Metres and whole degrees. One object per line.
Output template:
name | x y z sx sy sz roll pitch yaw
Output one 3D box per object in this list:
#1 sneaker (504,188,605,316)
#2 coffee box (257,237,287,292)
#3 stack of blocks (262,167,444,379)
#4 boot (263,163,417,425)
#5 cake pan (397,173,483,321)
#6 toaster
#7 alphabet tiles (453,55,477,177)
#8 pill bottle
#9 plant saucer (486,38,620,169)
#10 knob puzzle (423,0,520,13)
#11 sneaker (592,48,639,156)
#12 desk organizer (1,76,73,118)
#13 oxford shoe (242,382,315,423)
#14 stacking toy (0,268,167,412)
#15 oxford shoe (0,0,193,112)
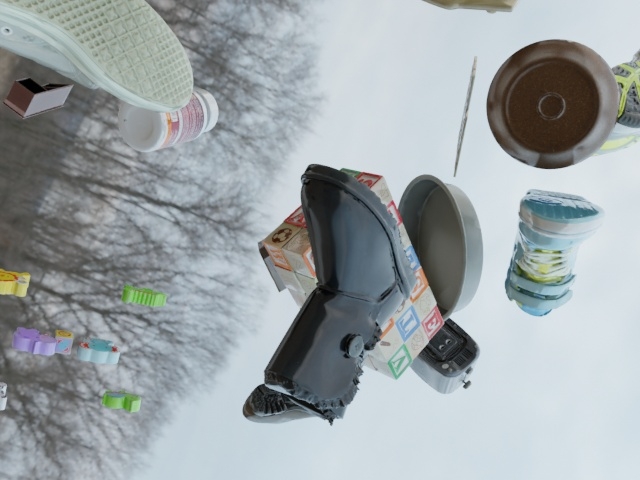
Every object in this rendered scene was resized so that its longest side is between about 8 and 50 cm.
sneaker | 0.355 0.034 1.182 0.319 0.127 0.208 -22 122 -70
coffee box | 0.000 0.000 1.570 0.246 0.098 0.141 -26 -172 -3
stack of blocks | 0.058 0.066 1.105 0.087 0.297 0.171 18 -126 47
boot | 0.008 0.068 0.816 0.094 0.246 0.207 16 -117 35
cake pan | 0.229 0.016 1.491 0.293 0.054 0.293 177 -90 -70
toaster | 0.277 0.265 1.834 0.129 0.227 0.146 -37 148 -22
alphabet tiles | 0.338 -0.297 1.769 0.198 0.009 0.237 -70 168 -52
pill bottle | -0.320 -0.265 1.628 0.121 0.121 0.221 -53 169 28
plant saucer | 0.351 -0.205 1.155 0.199 0.198 0.036 -57 172 20
knob puzzle | 0.237 -0.405 1.232 0.213 0.213 0.030 -89 175 -52
sneaker | 0.542 -0.245 1.318 0.145 0.384 0.147 60 -40 12
desk organizer | -0.497 -0.260 1.343 0.050 0.047 0.130 -53 -179 23
oxford shoe | -0.055 0.326 1.528 0.096 0.227 0.083 -48 -135 44
stacking toy | -0.317 0.133 0.955 0.052 0.221 0.167 -142 -115 -65
oxford shoe | -0.377 -0.311 1.093 0.130 0.449 0.169 -16 -117 41
